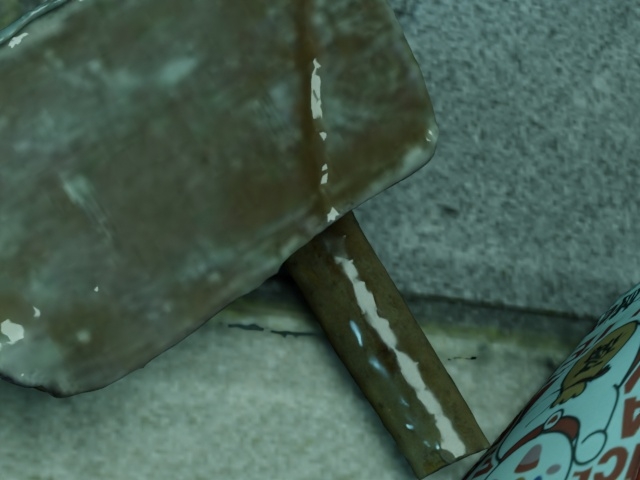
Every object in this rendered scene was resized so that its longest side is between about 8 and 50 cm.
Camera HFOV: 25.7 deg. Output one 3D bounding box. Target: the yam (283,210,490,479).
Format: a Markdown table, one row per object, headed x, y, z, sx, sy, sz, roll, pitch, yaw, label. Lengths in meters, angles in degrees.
| x | y | z | sx | sy | sz | roll | pitch | yaw | label |
| --- | --- | --- | --- | --- | --- | --- | --- | --- | --- |
| 0.000 | 0.000 | 0.708 | 0.046 | 0.046 | 0.264 | -25 | 77 | -28 | yam |

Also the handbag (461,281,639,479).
| x | y | z | sx | sy | sz | roll | pitch | yaw | label |
| --- | --- | --- | --- | --- | --- | --- | --- | --- | --- |
| 0.153 | 0.125 | 0.639 | 0.151 | 0.171 | 0.298 | 47 | 58 | 3 | handbag |

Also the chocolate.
| x | y | z | sx | sy | sz | roll | pitch | yaw | label |
| --- | --- | --- | --- | --- | --- | --- | --- | --- | --- |
| -0.081 | -0.046 | 0.631 | 0.254 | 0.080 | 0.157 | -35 | 108 | -23 | chocolate |
